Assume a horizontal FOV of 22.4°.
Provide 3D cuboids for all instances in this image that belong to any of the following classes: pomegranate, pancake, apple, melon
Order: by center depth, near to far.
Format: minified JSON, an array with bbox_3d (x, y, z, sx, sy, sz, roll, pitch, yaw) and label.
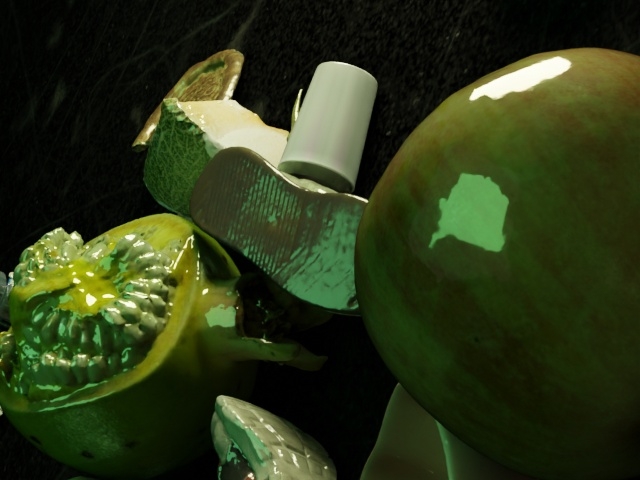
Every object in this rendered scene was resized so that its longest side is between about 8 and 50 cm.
[{"bbox_3d":[0.155,0.017,0.974,0.234,0.257,0.257,47,116,26],"label":"apple"},{"bbox_3d":[-0.150,0.096,1.504,0.341,0.260,0.260,-3,65,30],"label":"pomegranate"},{"bbox_3d":[-0.121,-0.098,1.665,0.202,0.139,0.093,-5,46,37],"label":"melon"},{"bbox_3d":[-0.155,-0.150,1.867,0.190,0.020,0.184,-40,26,25],"label":"pancake"}]

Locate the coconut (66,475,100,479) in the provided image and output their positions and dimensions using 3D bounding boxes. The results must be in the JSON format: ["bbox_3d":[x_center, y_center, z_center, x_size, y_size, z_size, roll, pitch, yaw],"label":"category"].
[{"bbox_3d":[-0.213,0.337,1.458,0.222,0.202,0.202,-63,27,1],"label":"coconut"}]

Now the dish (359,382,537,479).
[{"bbox_3d":[0.091,0.202,1.080,0.213,0.090,0.213,-172,90,-76],"label":"dish"}]

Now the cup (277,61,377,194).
[{"bbox_3d":[0.008,-0.098,1.527,0.104,0.074,0.116,101,-175,-71],"label":"cup"}]

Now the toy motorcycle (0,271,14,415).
[{"bbox_3d":[-0.431,0.142,2.125,0.221,0.102,0.150,-61,15,15],"label":"toy motorcycle"}]

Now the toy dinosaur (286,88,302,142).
[{"bbox_3d":[-0.020,-0.107,1.616,0.041,0.026,0.113,128,145,-65],"label":"toy dinosaur"}]

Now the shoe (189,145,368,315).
[{"bbox_3d":[0.000,0.000,1.421,0.275,0.098,0.103,33,92,44],"label":"shoe"}]

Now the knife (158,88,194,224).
[{"bbox_3d":[-0.150,-0.117,1.860,0.081,0.043,0.336,-52,28,18],"label":"knife"}]

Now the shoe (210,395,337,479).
[{"bbox_3d":[-0.048,0.229,1.336,0.125,0.099,0.227,-57,33,16],"label":"shoe"}]
